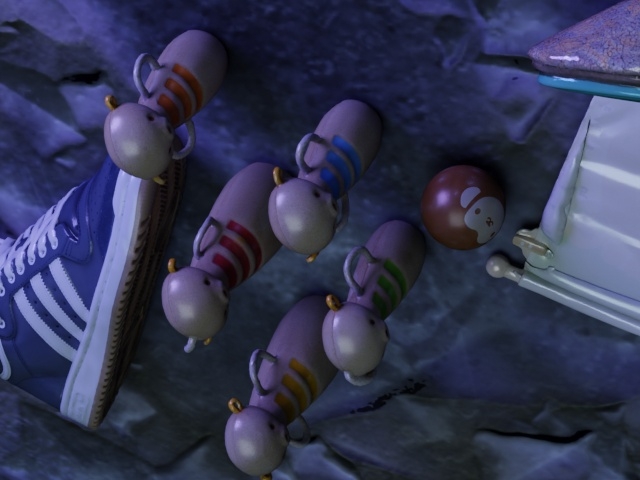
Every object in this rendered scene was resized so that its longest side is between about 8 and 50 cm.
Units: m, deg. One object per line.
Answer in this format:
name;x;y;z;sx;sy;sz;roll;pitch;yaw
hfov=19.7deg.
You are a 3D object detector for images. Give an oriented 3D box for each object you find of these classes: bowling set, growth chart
bowling set;0.000;0.000;1.139;0.200;0.154;0.287;-10;121;31
growth chart;0.216;-0.022;1.110;0.172;0.021;0.237;27;132;3

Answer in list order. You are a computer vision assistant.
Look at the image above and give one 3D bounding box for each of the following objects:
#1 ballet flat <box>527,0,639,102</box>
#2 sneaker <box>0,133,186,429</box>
ballet flat;0.272;-0.109;0.973;0.316;0.107;0.106;10;98;10
sneaker;-0.192;0.010;1.276;0.153;0.099;0.282;24;135;4
